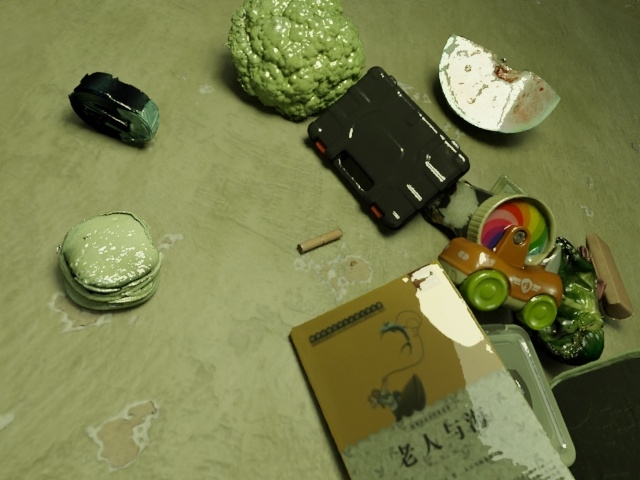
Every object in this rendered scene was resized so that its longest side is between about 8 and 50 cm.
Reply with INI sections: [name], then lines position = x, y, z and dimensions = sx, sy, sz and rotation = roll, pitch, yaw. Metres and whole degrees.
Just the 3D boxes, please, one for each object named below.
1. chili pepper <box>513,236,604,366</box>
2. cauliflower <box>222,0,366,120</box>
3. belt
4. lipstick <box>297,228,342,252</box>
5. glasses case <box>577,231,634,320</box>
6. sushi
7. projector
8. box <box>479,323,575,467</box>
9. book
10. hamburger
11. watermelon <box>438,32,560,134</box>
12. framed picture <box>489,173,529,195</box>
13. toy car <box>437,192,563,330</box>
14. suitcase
[chili pepper]
position = 0.487, 0.141, 0.875
dimensions = 0.148, 0.116, 0.264
rotation = 34, 53, -15
[cauliflower]
position = -0.059, -0.398, 0.922
dimensions = 0.272, 0.275, 0.250
rotation = -32, 34, -5
[belt]
position = -0.341, -0.216, 0.722
dimensions = 0.140, 0.105, 0.058
rotation = 22, 58, -17
[lipstick]
position = 0.000, 0.000, 0.792
dimensions = 0.094, 0.019, 0.019
rotation = -21, 71, -31
[glasses case]
position = 0.618, 0.078, 0.973
dimensions = 0.102, 0.070, 0.193
rotation = 29, 48, -30
[sushi]
position = 0.290, -0.086, 0.928
dimensions = 0.273, 0.134, 0.109
rotation = 36, 32, 24
[projector]
position = 0.517, 0.336, 0.639
dimensions = 0.249, 0.248, 0.248
rotation = 26, 51, -8
[box]
position = 0.279, 0.254, 0.690
dimensions = 0.162, 0.130, 0.226
rotation = 1, 62, -24
[book]
position = 0.147, 0.244, 0.611
dimensions = 0.269, 0.032, 0.388
rotation = -26, 65, -4
[hamburger]
position = -0.298, 0.028, 0.618
dimensions = 0.133, 0.062, 0.140
rotation = -7, 61, -28
[watermelon]
position = 0.439, -0.379, 1.160
dimensions = 0.322, 0.188, 0.175
rotation = 35, 8, 8
[framed picture]
position = 0.461, -0.052, 1.031
dimensions = 0.173, 0.010, 0.231
rotation = 42, 53, 4
[toy car]
position = 0.345, 0.025, 0.785
dimensions = 0.235, 0.145, 0.235
rotation = -2, 103, -8
[suitcase]
position = 0.130, -0.184, 0.866
dimensions = 0.206, 0.066, 0.285
rotation = -41, 78, 9
